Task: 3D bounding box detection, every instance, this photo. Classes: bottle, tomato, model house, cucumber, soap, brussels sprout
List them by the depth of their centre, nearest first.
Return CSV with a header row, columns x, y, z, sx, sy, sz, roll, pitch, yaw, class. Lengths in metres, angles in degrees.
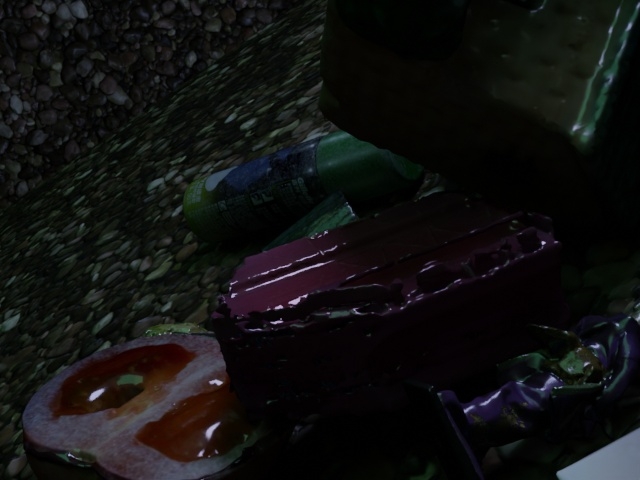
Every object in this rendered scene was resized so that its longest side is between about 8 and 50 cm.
x,y,z,sx,sy,sz,roll,pitch,yaw,class
0.039,0.044,0.635,0.250,0.099,0.162,-19,24,-16,soap
-0.118,0.165,0.684,0.228,0.112,0.199,12,32,35,tomato
0.225,-0.225,0.701,0.382,0.343,0.334,-62,-4,-13,model house
-0.142,0.117,0.865,0.058,0.085,0.085,-32,23,24,brussels sprout
0.000,0.000,0.914,0.115,0.062,0.116,-39,23,-2,cucumber
-0.029,-0.071,1.041,0.330,0.093,0.093,-14,31,37,bottle

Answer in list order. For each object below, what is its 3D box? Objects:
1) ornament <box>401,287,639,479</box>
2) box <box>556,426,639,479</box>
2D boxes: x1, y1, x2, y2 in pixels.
x,y,z,sx,sy,sz,roll,pitch,yaw,class
0.158,0.089,0.548,0.203,0.088,0.081,-27,-2,-14,ornament
0.241,0.160,0.251,0.200,0.065,0.343,-31,32,6,box
